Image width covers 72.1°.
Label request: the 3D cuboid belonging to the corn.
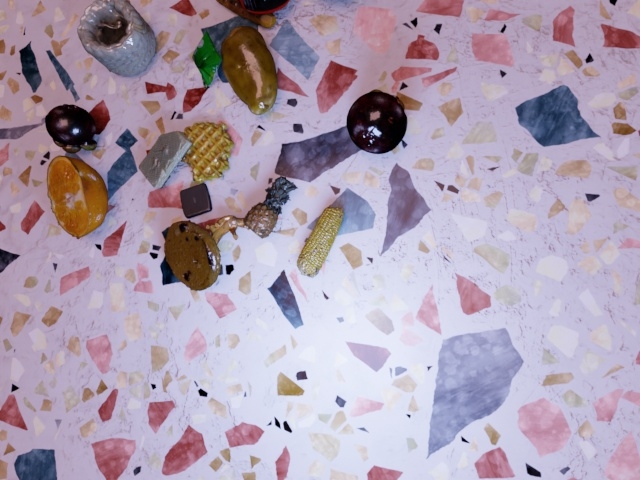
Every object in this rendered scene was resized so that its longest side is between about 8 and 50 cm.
[{"bbox_3d":[0.000,0.000,1.650,0.106,0.106,0.293,24,90,14],"label":"corn"}]

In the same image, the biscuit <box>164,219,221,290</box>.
[{"bbox_3d":[-0.499,0.059,1.728,0.296,0.075,0.296,10,108,33],"label":"biscuit"}]

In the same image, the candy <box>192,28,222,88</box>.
[{"bbox_3d":[-0.468,-0.736,1.800,0.078,0.203,0.141,-38,90,-38],"label":"candy"}]

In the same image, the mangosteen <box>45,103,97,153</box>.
[{"bbox_3d":[-1.077,-0.486,1.904,0.210,0.210,0.210,-1,84,13],"label":"mangosteen"}]

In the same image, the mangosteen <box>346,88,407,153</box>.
[{"bbox_3d":[0.216,-0.443,1.599,0.228,0.228,0.265,25,59,14],"label":"mangosteen"}]

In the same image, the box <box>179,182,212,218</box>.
[{"bbox_3d":[-0.515,-0.165,1.824,0.125,0.027,0.126,-17,79,8],"label":"box"}]

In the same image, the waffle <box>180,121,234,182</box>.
[{"bbox_3d":[-0.488,-0.366,1.825,0.291,0.051,0.291,-2,82,13],"label":"waffle"}]

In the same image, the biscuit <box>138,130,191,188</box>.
[{"bbox_3d":[-0.649,-0.351,1.829,0.252,0.052,0.150,-48,66,14],"label":"biscuit"}]

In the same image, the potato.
[{"bbox_3d":[-0.282,-0.683,1.761,0.195,0.176,0.369,-20,83,-16],"label":"potato"}]

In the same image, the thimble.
[{"bbox_3d":[-0.864,-0.879,1.892,0.291,0.195,0.291,-1,81,9],"label":"thimble"}]

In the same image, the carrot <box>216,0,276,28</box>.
[{"bbox_3d":[-0.325,-0.973,1.844,0.314,0.066,0.066,31,91,15],"label":"carrot"}]

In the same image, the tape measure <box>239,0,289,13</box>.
[{"bbox_3d":[-0.232,-1.028,1.774,0.253,0.114,0.260,8,64,13],"label":"tape measure"}]

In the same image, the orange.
[{"bbox_3d":[-1.020,-0.191,1.829,0.274,0.274,0.310,-28,122,9],"label":"orange"}]

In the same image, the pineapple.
[{"bbox_3d":[-0.188,-0.132,1.697,0.128,0.128,0.248,36,88,14],"label":"pineapple"}]

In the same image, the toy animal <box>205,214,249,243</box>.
[{"bbox_3d":[-0.411,-0.025,1.757,0.255,0.116,0.114,-29,103,22],"label":"toy animal"}]
